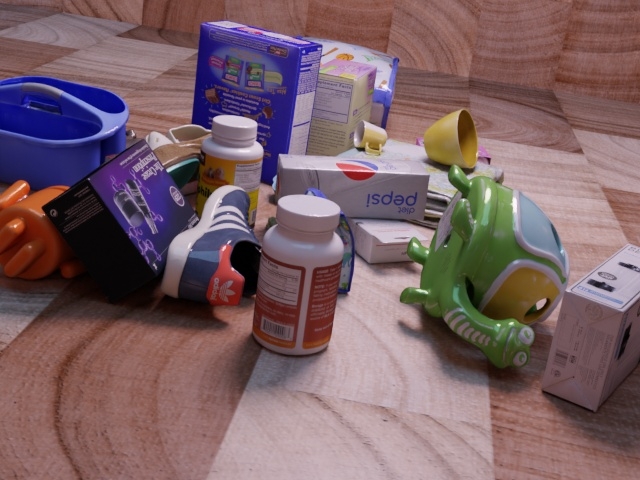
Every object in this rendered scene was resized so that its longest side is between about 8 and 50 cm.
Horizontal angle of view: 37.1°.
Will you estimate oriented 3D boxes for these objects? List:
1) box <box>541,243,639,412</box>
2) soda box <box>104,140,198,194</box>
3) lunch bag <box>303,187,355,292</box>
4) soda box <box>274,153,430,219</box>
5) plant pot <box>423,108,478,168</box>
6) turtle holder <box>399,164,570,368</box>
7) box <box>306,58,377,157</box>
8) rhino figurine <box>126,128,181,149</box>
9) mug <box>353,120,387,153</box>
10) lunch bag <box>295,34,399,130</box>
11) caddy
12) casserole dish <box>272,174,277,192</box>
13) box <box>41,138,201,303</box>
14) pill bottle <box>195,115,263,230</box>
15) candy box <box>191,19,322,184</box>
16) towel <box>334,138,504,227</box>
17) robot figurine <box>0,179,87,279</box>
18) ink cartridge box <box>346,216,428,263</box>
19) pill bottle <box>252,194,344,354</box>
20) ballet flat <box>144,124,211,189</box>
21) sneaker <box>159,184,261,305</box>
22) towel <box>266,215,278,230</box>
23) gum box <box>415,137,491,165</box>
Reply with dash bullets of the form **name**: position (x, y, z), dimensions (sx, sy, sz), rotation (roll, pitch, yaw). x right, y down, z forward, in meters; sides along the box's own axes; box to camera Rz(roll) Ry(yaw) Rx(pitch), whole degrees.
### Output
- **box**: position (0.446, 0.124, 1.455), dimensions (0.087, 0.169, 0.290), rotation (20, 23, 29)
- **soda box**: position (-0.322, -0.140, 1.962), dimensions (0.083, 0.092, 0.263), rotation (23, 26, 30)
- **lunch bag**: position (0.000, 0.000, 1.634), dimensions (0.096, 0.151, 0.129), rotation (-2, 23, -25)
- **soda box**: position (0.059, -0.103, 1.835), dimensions (0.286, 0.098, 0.091), rotation (3, 22, -9)
- **plant pot**: position (0.290, -0.223, 2.158), dimensions (0.095, 0.134, 0.134), rotation (-7, 12, 29)
- **turtle holder**: position (0.279, 0.039, 1.522), dimensions (0.227, 0.243, 0.320), rotation (23, 10, -8)
- **box**: position (0.041, -0.296, 2.300), dimensions (0.117, 0.243, 0.213), rotation (13, 22, 13)
- **rhino figurine**: position (-0.433, -0.196, 2.094), dimensions (0.243, 0.073, 0.106), rotation (6, 31, 3)
- **mug**: position (0.116, -0.230, 2.186), dimensions (0.064, 0.078, 0.062), rotation (11, -13, -21)
- **lunch bag**: position (0.047, -0.433, 2.681), dimensions (0.327, 0.239, 0.385), rotation (10, 14, 1)
- **caddy**: position (-0.552, -0.233, 1.930), dimensions (0.341, 0.179, 0.241), rotation (13, 36, 14)
- **casserole dish**: position (-0.014, -0.101, 2.024), dimensions (0.188, 0.037, 0.114), rotation (19, 40, 23)
- **box**: position (-0.313, -0.039, 1.555), dimensions (0.103, 0.184, 0.261), rotation (-27, 13, 17)
- **pill bottle**: position (-0.171, -0.121, 1.796), dimensions (0.117, 0.215, 0.117), rotation (7, 20, -3)
- **candy box**: position (-0.152, -0.313, 2.164), dimensions (0.268, 0.317, 0.122), rotation (20, 22, 25)
- **towel**: position (0.216, -0.137, 2.175), dimensions (0.320, 0.090, 0.374), rotation (19, 24, 21)
- **robot figurine**: position (-0.444, -0.017, 1.543), dimensions (0.158, 0.128, 0.219), rotation (13, 21, 13)
- **ink cartridge box**: position (0.116, -0.005, 1.818), dimensions (0.104, 0.060, 0.180), rotation (-3, 23, -25)
- **pill bottle**: position (-0.030, 0.049, 1.401), dimensions (0.121, 0.216, 0.121), rotation (8, 21, -3)
- **ballet flat**: position (-0.271, -0.167, 1.866), dimensions (0.124, 0.116, 0.342), rotation (46, 36, 11)
- **sneaker**: position (-0.145, 0.016, 1.597), dimensions (0.148, 0.131, 0.350), rotation (17, 27, 4)
- **towel**: position (-0.043, -0.014, 1.830), dimensions (0.110, 0.027, 0.148), rotation (2, 22, -15)
- **gum box**: position (0.329, -0.210, 2.434), dimensions (0.188, 0.062, 0.107), rotation (7, 20, -5)
